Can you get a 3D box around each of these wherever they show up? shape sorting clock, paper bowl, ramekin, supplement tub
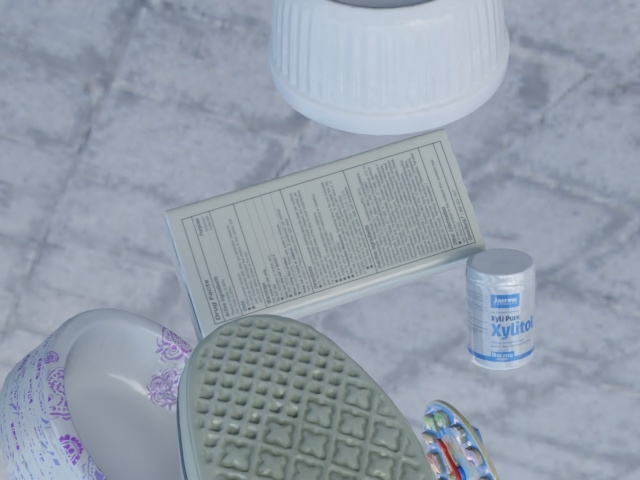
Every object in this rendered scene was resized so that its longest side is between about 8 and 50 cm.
[{"bbox_3d":[0.188,0.309,1.774,0.040,0.206,0.206,-21,162,-14],"label":"shape sorting clock"},{"bbox_3d":[-0.211,0.224,1.397,0.148,0.284,0.284,-38,132,25],"label":"paper bowl"},{"bbox_3d":[0.056,-0.194,1.115,0.207,0.207,0.109,7,135,11],"label":"ramekin"},{"bbox_3d":[0.181,0.069,1.349,0.071,0.071,0.107,4,115,18],"label":"supplement tub"}]

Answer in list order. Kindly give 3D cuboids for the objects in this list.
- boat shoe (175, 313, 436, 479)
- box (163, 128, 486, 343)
[{"bbox_3d":[0.030,0.286,0.958,0.187,0.500,0.156,-21,161,-26],"label":"boat shoe"},{"bbox_3d":[0.000,0.000,1.422,0.311,0.148,0.121,-16,174,-8],"label":"box"}]
